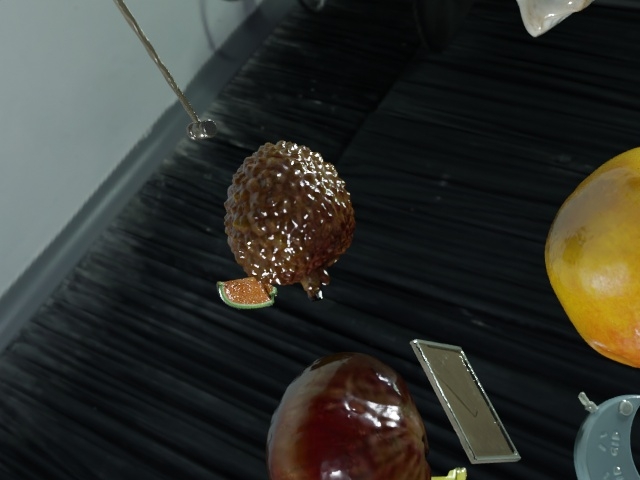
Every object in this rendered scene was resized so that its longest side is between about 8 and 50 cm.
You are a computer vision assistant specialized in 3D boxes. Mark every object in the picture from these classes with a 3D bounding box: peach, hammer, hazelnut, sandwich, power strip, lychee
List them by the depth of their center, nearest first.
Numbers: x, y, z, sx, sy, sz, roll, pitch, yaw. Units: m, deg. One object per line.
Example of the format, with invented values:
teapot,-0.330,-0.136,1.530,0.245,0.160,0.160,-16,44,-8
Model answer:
hazelnut,0.030,0.218,0.848,0.178,0.177,0.204,74,14,-49
peach,0.425,0.024,0.937,0.308,0.288,0.289,-118,-145,-66
lychee,-0.043,-0.025,1.144,0.200,0.200,0.238,-14,85,-60
hammer,-0.247,-0.273,1.166,0.029,0.058,0.292,-45,116,-28
sandwich,-0.120,0.085,1.306,0.069,0.101,0.026,96,-15,-45
power strip,0.522,0.378,1.370,0.054,0.167,0.254,118,-45,-73

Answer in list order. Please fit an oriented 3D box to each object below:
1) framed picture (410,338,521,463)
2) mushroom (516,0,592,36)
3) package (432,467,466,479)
framed picture,0.316,0.348,1.721,0.016,0.289,0.213,-41,147,25
mushroom,0.229,-0.347,0.896,0.243,0.243,0.244,-42,142,-45
package,0.172,0.509,1.480,0.090,0.226,0.168,65,25,-56
